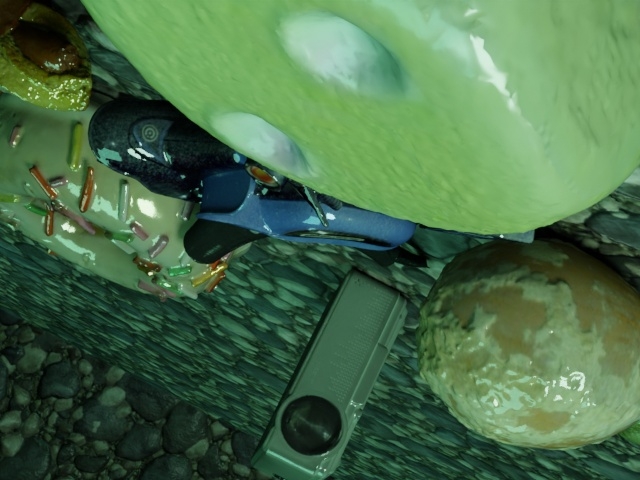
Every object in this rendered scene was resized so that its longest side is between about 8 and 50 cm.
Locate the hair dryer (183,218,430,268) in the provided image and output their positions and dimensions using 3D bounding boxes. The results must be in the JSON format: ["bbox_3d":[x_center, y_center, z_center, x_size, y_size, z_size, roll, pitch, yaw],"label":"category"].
[{"bbox_3d":[0.000,0.000,1.426,0.272,0.091,0.235,25,144,-21],"label":"hair dryer"}]

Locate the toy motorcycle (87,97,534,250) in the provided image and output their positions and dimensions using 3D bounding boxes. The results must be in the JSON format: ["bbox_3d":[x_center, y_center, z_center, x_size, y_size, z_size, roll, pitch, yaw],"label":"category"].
[{"bbox_3d":[-0.010,-0.065,1.078,0.359,0.125,0.213,8,175,-31],"label":"toy motorcycle"}]

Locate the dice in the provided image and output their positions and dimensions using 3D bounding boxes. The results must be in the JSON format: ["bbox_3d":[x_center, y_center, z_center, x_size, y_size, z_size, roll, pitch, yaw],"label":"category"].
[{"bbox_3d":[0.047,-0.164,0.643,0.250,0.252,0.254,16,158,36],"label":"dice"}]

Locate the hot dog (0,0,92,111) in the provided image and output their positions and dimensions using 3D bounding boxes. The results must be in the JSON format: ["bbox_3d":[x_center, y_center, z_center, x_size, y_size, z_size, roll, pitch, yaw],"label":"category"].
[{"bbox_3d":[-0.334,-0.211,1.301,0.262,0.123,0.093,18,148,17],"label":"hot dog"}]

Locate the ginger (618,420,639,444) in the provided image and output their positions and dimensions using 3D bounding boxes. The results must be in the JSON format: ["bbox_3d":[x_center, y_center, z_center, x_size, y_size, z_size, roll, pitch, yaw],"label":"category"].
[{"bbox_3d":[0.371,0.185,1.429,0.290,0.089,0.137,34,143,-7],"label":"ginger"}]

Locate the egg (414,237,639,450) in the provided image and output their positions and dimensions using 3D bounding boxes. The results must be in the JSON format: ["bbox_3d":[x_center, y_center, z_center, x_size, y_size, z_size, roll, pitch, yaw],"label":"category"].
[{"bbox_3d":[0.209,0.097,1.240,0.245,0.203,0.203,17,162,1],"label":"egg"}]

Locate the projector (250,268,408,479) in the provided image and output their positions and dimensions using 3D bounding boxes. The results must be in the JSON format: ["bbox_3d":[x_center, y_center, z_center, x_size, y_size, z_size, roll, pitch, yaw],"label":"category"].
[{"bbox_3d":[0.013,0.183,1.662,0.099,0.256,0.192,27,162,1],"label":"projector"}]

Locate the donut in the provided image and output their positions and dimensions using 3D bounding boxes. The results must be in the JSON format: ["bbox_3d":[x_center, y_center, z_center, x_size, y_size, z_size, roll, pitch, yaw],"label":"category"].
[{"bbox_3d":[-0.262,-0.050,1.612,0.383,0.142,0.382,24,163,8],"label":"donut"}]
